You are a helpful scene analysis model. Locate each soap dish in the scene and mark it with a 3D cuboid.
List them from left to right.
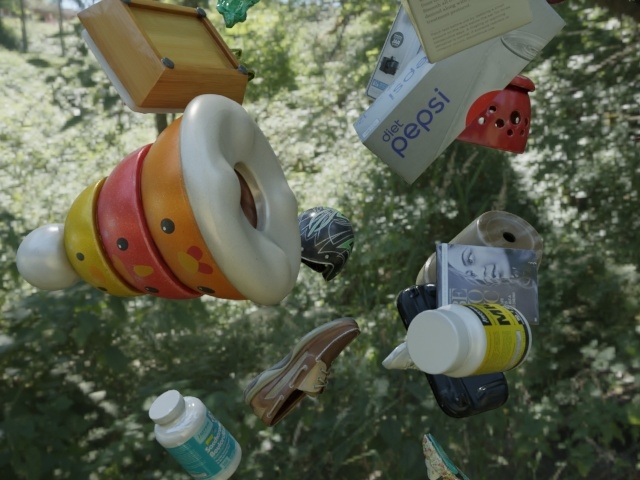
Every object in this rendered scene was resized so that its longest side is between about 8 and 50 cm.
[{"bbox_3d":[-0.292,-0.361,1.378,0.118,0.228,0.291,-42,-14,31],"label":"soap dish"}]

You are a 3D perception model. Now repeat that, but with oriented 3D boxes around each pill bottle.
[{"bbox_3d":[-0.329,0.507,1.826,0.146,0.264,0.146,-24,30,15],"label":"pill bottle"},{"bbox_3d":[0.243,0.162,1.151,0.119,0.119,0.209,0,-3,45],"label":"pill bottle"}]

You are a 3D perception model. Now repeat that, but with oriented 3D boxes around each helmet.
[{"bbox_3d":[0.000,0.000,1.655,0.170,0.169,0.161,-6,-36,-3],"label":"helmet"}]

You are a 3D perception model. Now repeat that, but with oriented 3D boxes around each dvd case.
[{"bbox_3d":[0.357,0.093,1.508,0.222,0.164,0.018,4,-16,-5],"label":"dvd case"}]

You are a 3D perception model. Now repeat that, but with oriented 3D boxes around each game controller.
[{"bbox_3d":[0.289,0.229,1.550,0.167,0.319,0.067,-7,-32,-23],"label":"game controller"}]

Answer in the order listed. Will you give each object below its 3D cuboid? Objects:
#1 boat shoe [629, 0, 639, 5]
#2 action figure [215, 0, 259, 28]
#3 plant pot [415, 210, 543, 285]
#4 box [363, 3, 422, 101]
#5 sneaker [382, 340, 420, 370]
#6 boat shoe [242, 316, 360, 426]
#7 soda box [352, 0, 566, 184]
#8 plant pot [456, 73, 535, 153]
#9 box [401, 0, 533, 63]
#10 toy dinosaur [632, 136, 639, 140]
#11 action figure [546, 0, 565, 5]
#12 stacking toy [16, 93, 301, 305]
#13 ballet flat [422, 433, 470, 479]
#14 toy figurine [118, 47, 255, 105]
[{"bbox_3d":[0.779,-0.629,1.638,0.070,0.077,0.219,23,-24,14],"label":"boat shoe"},{"bbox_3d":[-0.225,-0.612,1.831,0.137,0.063,0.232,17,38,-12],"label":"action figure"},{"bbox_3d":[0.463,0.080,1.935,0.323,0.323,0.280,-8,-38,-27],"label":"plant pot"},{"bbox_3d":[0.208,-0.349,1.195,0.169,0.289,0.087,9,19,-43],"label":"box"},{"bbox_3d":[0.257,0.317,1.870,0.212,0.094,0.080,-9,-36,-44],"label":"sneaker"},{"bbox_3d":[-0.027,0.306,1.620,0.324,0.116,0.123,-42,-29,10],"label":"boat shoe"},{"bbox_3d":[0.177,-0.217,0.940,0.286,0.098,0.091,-46,21,14],"label":"soda box"},{"bbox_3d":[0.389,-0.297,1.597,0.191,0.174,0.191,14,12,-3],"label":"plant pot"},{"bbox_3d":[0.092,-0.256,0.566,0.091,0.170,0.130,-21,38,11],"label":"box"},{"bbox_3d":[0.654,-0.178,1.330,0.047,0.082,0.090,-19,-8,-31],"label":"toy dinosaur"},{"bbox_3d":[0.452,-0.518,1.479,0.370,0.248,0.275,-30,43,13],"label":"action figure"},{"bbox_3d":[-0.300,-0.008,1.184,0.480,0.350,0.351,-18,2,17],"label":"stacking toy"},{"bbox_3d":[0.320,0.597,1.779,0.077,0.241,0.091,-39,7,6],"label":"ballet flat"},{"bbox_3d":[-0.378,-0.511,1.902,0.363,0.217,0.191,-14,-24,1],"label":"toy figurine"}]
